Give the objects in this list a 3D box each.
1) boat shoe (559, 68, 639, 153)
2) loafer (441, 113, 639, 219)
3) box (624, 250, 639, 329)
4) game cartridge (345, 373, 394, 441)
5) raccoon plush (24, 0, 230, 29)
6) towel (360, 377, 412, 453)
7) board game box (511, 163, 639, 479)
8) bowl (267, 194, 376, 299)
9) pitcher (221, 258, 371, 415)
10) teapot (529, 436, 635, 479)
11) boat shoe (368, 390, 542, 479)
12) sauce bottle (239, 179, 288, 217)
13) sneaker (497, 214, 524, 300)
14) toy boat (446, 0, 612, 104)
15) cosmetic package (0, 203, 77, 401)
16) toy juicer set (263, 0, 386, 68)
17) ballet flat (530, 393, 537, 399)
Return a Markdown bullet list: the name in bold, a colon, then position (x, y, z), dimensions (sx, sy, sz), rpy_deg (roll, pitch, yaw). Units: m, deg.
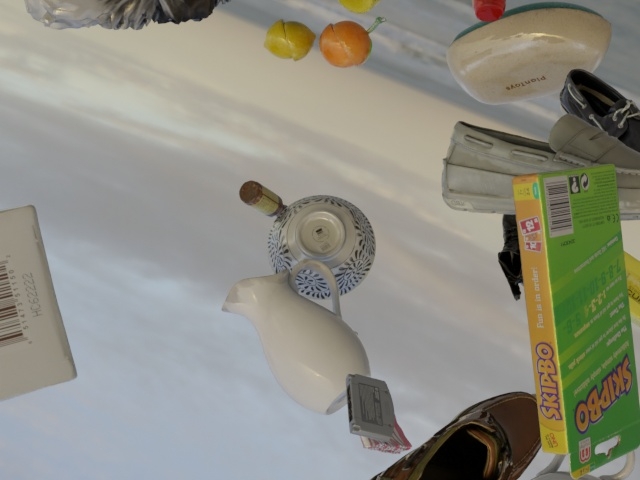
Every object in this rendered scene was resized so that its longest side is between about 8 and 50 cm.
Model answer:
- **boat shoe**: position (0.397, -0.162, 1.488), dimensions (0.075, 0.065, 0.206), rpy_deg (-26, -132, -15)
- **loafer**: position (0.274, -0.080, 1.181), dimensions (0.319, 0.111, 0.112), rpy_deg (4, -173, 33)
- **box**: position (0.515, 0.086, 1.792), dimensions (0.232, 0.087, 0.058), rpy_deg (37, 169, 14)
- **game cartridge**: position (0.058, 0.193, 1.269), dimensions (0.056, 0.017, 0.083), rpy_deg (14, -139, -15)
- **raccoon plush**: position (-0.065, -0.323, 0.936), dimensions (0.446, 0.216, 0.299), rpy_deg (-13, -159, -19)
- **towel**: position (0.097, 0.303, 1.947), dimensions (0.197, 0.029, 0.144), rpy_deg (29, -143, -63)
- **board game box**: position (0.228, 0.067, 0.962), dimensions (0.124, 0.259, 0.039), rpy_deg (-9, -179, -45)
- **bowl**: position (0.000, 0.000, 1.676), dimensions (0.170, 0.170, 0.080), rpy_deg (23, 167, 8)
- **pitcher**: position (-0.009, 0.125, 1.527), dimensions (0.178, 0.125, 0.207), rpy_deg (-29, -113, -33)
- **teapot**: position (0.404, 0.438, 1.590), dimensions (0.187, 0.256, 0.252), rpy_deg (-18, -165, 19)
- **boat shoe**: position (0.185, 0.261, 1.308), dimensions (0.307, 0.104, 0.111), rpy_deg (-28, -101, -38)
- **sauce bottle**: position (-0.087, -0.061, 1.796), dimensions (0.042, 0.042, 0.128), rpy_deg (27, 176, 30)
- **sneaker**: position (0.317, 0.018, 1.774), dimensions (0.051, 0.170, 0.089), rpy_deg (-21, 159, 27)
- **toy boat**: position (0.310, -0.347, 1.735), dimensions (0.267, 0.148, 0.318), rpy_deg (-11, 151, 25)
- **cosmetic package**: position (-0.472, 0.079, 1.515), dimensions (0.161, 0.230, 0.453), rpy_deg (-15, -173, -21)
- **toy juicer set**: position (-0.058, -0.330, 1.376), dimensions (0.329, 0.089, 0.209), rpy_deg (27, 149, 14)
- **ballet flat**: position (0.390, 0.337, 2.106), dimensions (0.073, 0.080, 0.232), rpy_deg (-10, -175, 40)
